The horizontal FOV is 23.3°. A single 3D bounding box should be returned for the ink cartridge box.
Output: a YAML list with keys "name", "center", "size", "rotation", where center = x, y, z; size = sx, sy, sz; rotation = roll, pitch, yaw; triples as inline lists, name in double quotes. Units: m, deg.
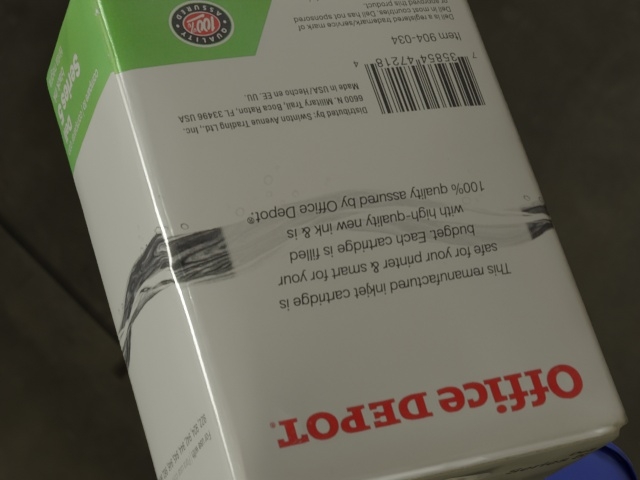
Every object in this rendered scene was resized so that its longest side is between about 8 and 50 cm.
- name: "ink cartridge box"
  center: [0.000, 0.000, 0.754]
  size: [0.198, 0.273, 0.115]
  rotation: [-8, -22, -25]

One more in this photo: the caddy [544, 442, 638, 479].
- name: "caddy"
  center: [0.129, 0.245, 1.295]
  size: [0.341, 0.179, 0.241]
  rotation: [31, -62, -34]
